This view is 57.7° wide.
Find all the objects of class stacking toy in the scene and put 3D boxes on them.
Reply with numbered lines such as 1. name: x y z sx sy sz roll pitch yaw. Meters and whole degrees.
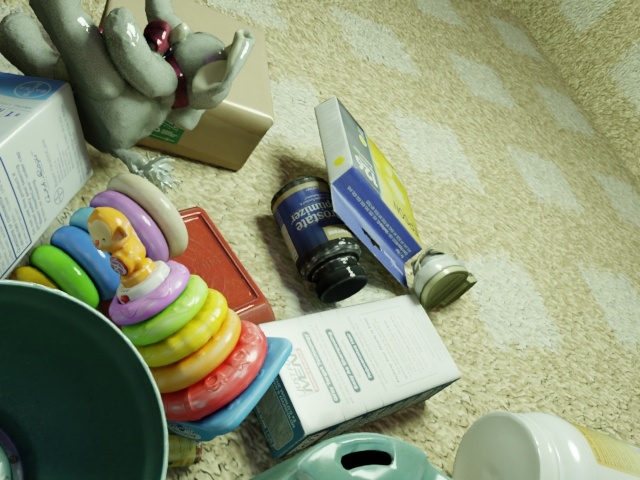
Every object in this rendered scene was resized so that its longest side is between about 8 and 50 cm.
1. stacking toy: -0.188 0.086 0.714 0.165 0.175 0.301 -50 122 -37
2. stacking toy: -0.327 0.058 0.734 0.141 0.141 0.330 42 57 2

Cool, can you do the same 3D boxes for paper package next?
1. paper package: -0.270 -0.320 1.123 0.325 0.168 0.309 15 46 -28

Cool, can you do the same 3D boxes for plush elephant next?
1. plush elephant: -0.239 -0.253 0.833 0.255 0.272 0.330 -45 109 -30

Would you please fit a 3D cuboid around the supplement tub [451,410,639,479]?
1. supplement tub: 0.393 0.407 0.923 0.316 0.228 0.228 23 43 -19

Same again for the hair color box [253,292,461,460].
1. hair color box: 0.052 0.204 0.940 0.347 0.105 0.173 -5 57 -41

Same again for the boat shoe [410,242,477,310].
1. boat shoe: 0.229 0.066 1.151 0.103 0.113 0.302 52 11 19

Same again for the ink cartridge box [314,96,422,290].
1. ink cartridge box: 0.108 -0.097 1.183 0.303 0.072 0.307 44 25 -42

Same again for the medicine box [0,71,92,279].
1. medicine box: -0.471 -0.079 0.689 0.264 0.149 0.289 10 42 6

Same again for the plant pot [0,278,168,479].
1. plant pot: -0.324 0.211 0.552 0.293 0.196 0.293 35 36 -30

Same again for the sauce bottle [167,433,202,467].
1. sauce bottle: -0.215 0.267 0.731 0.128 0.042 0.042 7 50 -30

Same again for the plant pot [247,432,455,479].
1. plant pot: -0.018 0.367 0.565 0.341 0.334 0.341 21 43 -21

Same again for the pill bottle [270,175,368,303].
1. pill bottle: 0.000 0.000 1.072 0.123 0.123 0.219 -3 56 -39

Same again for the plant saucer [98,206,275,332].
1. plant saucer: -0.220 0.057 0.911 0.259 0.047 0.259 -21 67 -46
